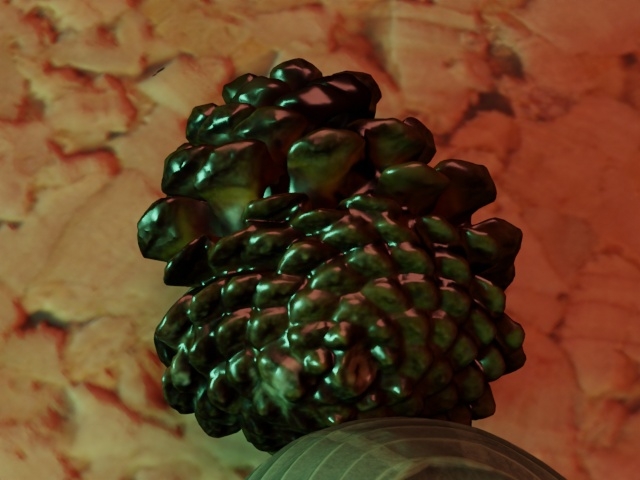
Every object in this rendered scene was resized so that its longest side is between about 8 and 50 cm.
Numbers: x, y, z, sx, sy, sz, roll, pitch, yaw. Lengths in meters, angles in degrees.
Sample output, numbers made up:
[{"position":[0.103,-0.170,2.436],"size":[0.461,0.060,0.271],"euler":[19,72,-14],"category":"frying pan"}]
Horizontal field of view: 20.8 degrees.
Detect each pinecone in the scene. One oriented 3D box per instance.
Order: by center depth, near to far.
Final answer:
[{"position":[0.003,0.001,1.094],"size":[0.246,0.246,0.292],"euler":[-3,40,-9],"category":"pinecone"}]

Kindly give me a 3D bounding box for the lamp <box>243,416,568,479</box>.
[{"position":[0.060,0.221,0.946],"size":[0.265,0.233,0.233],"euler":[15,56,3],"category":"lamp"}]
